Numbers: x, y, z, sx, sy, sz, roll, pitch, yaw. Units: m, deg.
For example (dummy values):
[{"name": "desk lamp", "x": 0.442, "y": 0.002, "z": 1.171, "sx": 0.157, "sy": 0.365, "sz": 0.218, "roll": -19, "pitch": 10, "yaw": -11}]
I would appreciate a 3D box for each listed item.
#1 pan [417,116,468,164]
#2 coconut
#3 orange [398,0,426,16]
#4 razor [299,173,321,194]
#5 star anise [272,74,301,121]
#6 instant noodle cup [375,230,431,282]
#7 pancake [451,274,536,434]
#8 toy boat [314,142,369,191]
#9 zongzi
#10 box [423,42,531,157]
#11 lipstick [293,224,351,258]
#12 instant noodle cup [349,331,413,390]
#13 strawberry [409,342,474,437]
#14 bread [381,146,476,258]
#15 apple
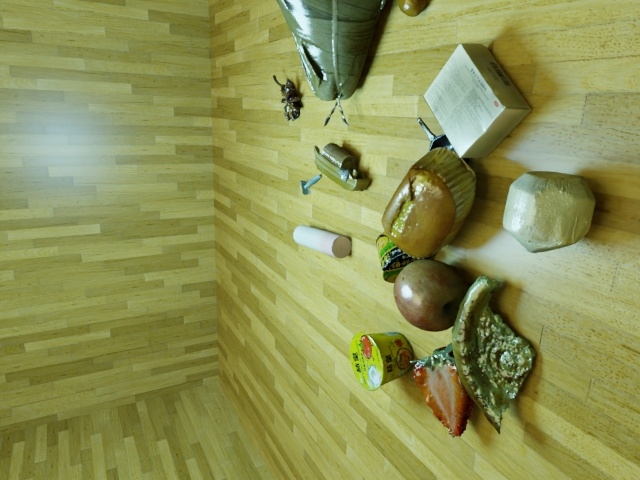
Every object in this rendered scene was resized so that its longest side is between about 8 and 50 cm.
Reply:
[{"name": "pan", "x": 0.331, "y": -0.248, "z": 1.204, "sx": 0.128, "sy": 0.048, "sz": 0.201, "roll": -19, "pitch": 80, "yaw": 60}, {"name": "coconut", "x": 0.450, "y": -0.052, "z": 0.912, "sx": 0.161, "sy": 0.161, "sz": 0.162, "roll": 30, "pitch": 124, "yaw": 57}, {"name": "orange", "x": 0.249, "y": -0.650, "z": 1.250, "sx": 0.085, "sy": 0.085, "sz": 0.084, "roll": 21, "pitch": 114, "yaw": 59}, {"name": "razor", "x": -0.036, "y": -0.244, "z": 1.909, "sx": 0.135, "sy": 0.040, "sz": 0.068, "roll": -30, "pitch": 70, "yaw": 55}, {"name": "star anise", "x": -0.140, "y": -0.628, "z": 1.967, "sx": 0.233, "sy": 0.073, "sz": 0.177, "roll": 67, "pitch": 160, "yaw": -5}, {"name": "instant noodle cup", "x": 0.237, "y": 0.037, "z": 1.357, "sx": 0.151, "sy": 0.152, "sz": 0.122, "roll": 116, "pitch": 150, "yaw": -45}, {"name": "pancake", "x": 0.409, "y": 0.272, "z": 1.100, "sx": 0.198, "sy": 0.054, "sz": 0.375, "roll": -13, "pitch": 86, "yaw": 36}, {"name": "toy boat", "x": 0.068, "y": -0.273, "z": 1.647, "sx": 0.310, "sy": 0.090, "sz": 0.115, "roll": 46, "pitch": 132, "yaw": 49}, {"name": "zongzi", "x": -0.072, "y": -0.641, "z": 1.449, "sx": 0.218, "sy": 0.468, "sz": 0.499, "roll": -95, "pitch": 17, "yaw": -47}, {"name": "box", "x": 0.361, "y": -0.327, "z": 1.083, "sx": 0.168, "sy": 0.095, "sz": 0.211, "roll": -57, "pitch": 48, "yaw": 52}, {"name": "lipstick", "x": 0.000, "y": 0.000, "z": 1.833, "sx": 0.327, "sy": 0.087, "sz": 0.087, "roll": 19, "pitch": 112, "yaw": 60}, {"name": "instant noodle cup", "x": 0.202, "y": 0.375, "z": 1.476, "sx": 0.182, "sy": 0.144, "sz": 0.182, "roll": 16, "pitch": 109, "yaw": 59}, {"name": "strawberry", "x": 0.364, "y": 0.400, "z": 1.240, "sx": 0.174, "sy": 0.098, "sz": 0.228, "roll": -37, "pitch": 75, "yaw": 41}, {"name": "bread", "x": 0.267, "y": -0.086, "z": 1.179, "sx": 0.204, "sy": 0.156, "sz": 0.288, "roll": 49, "pitch": 149, "yaw": 21}, {"name": "apple", "x": 0.290, "y": 0.142, "z": 1.221, "sx": 0.174, "sy": 0.189, "sz": 0.188, "roll": 46, "pitch": 134, "yaw": 52}]
